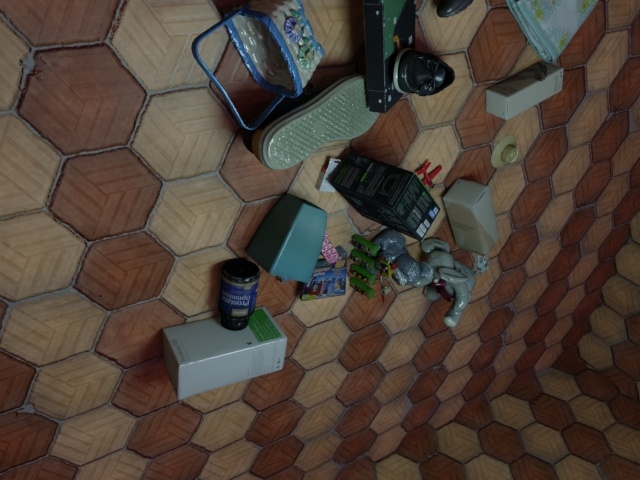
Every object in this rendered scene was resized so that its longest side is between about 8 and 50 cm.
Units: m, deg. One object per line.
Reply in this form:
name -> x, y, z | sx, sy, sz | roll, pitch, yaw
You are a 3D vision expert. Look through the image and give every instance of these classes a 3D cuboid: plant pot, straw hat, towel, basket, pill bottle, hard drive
plant pot -> -0.090, -0.016, 1.600 | 0.166, 0.166, 0.234 | 18, 101, -41
straw hat -> 0.757, -0.346, 2.017 | 0.145, 0.061, 0.144 | -18, 129, -25
towel -> 0.804, -0.834, 1.693 | 0.375, 0.090, 0.320 | 28, 102, -43
basket -> -0.146, -0.450, 1.222 | 0.289, 0.201, 0.254 | -47, 136, -12
pill bottle -> -0.267, 0.179, 1.631 | 0.123, 0.123, 0.219 | -8, 124, -31
hard drive -> 0.197, -0.560, 1.409 | 0.237, 0.064, 0.338 | -51, 146, -41

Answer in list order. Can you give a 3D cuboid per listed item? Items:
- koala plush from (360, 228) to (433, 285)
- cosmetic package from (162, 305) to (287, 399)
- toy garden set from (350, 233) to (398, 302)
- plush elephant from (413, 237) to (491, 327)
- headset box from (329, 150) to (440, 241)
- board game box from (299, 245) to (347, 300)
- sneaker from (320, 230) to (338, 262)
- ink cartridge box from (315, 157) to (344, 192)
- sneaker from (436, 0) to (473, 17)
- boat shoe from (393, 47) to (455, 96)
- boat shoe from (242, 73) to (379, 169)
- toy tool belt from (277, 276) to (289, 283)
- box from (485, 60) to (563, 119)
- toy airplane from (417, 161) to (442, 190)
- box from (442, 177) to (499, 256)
koala plush -> 0.293, 0.088, 1.886 | 0.196, 0.221, 0.203 | -5, 122, -31
cosmetic package -> -0.320, 0.364, 1.675 | 0.366, 0.197, 0.155 | -9, 124, -32
toy garden set -> 0.182, 0.125, 1.844 | 0.049, 0.204, 0.244 | -28, 133, -35
plush elephant -> 0.498, 0.145, 2.049 | 0.256, 0.271, 0.330 | 26, 115, -23
headset box -> 0.201, -0.143, 1.615 | 0.131, 0.283, 0.246 | -58, 140, -6
board game box -> 0.020, 0.116, 1.830 | 0.194, 0.060, 0.194 | -4, 121, -33
sneaker -> 0.000, 0.000, 1.738 | 0.063, 0.075, 0.170 | -35, 111, -10
ink cartridge box -> 0.032, -0.214, 1.631 | 0.063, 0.029, 0.115 | 2, 117, -35
sneaker -> 0.416, -0.786, 1.464 | 0.130, 0.109, 0.286 | 31, 93, -34
boat shoe -> 0.315, -0.486, 1.479 | 0.340, 0.113, 0.127 | -16, 116, -61
boat shoe -> -0.008, -0.352, 1.427 | 0.500, 0.156, 0.186 | -34, 133, -31
toy tool belt -> -0.107, 0.120, 1.750 | 0.083, 0.051, 0.052 | -28, 132, -16
box -> 0.741, -0.548, 1.833 | 0.275, 0.113, 0.094 | -30, 132, -16
toy airplane -> 0.395, -0.239, 1.864 | 0.151, 0.028, 0.151 | -18, 129, -23
box -> 0.608, -0.091, 2.020 | 0.121, 0.148, 0.311 | -50, 135, -18
